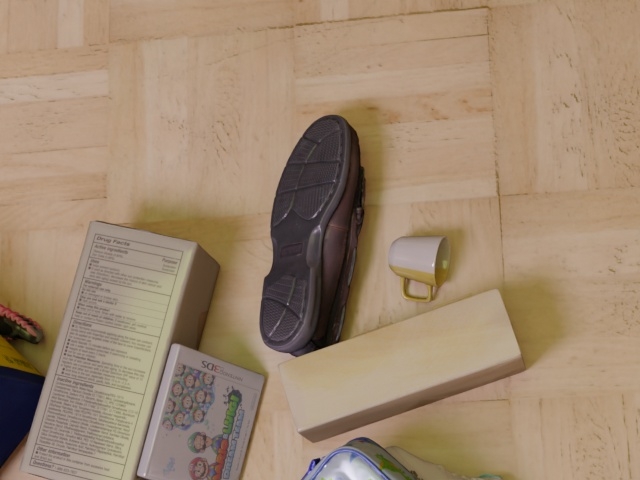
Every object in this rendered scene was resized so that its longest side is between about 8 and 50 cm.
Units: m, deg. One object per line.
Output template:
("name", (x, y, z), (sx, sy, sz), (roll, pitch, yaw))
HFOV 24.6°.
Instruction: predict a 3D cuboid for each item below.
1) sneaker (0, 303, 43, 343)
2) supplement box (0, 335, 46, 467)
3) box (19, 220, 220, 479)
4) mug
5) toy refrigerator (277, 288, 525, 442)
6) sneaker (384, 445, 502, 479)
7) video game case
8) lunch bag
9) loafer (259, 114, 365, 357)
("sneaker", (-0.402, 0.112, 1.840), (0.119, 0.047, 0.057), (22, 86, 23))
("supplement box", (-0.528, 0.135, 1.752), (0.356, 0.194, 0.195), (39, 93, 22))
("box", (-0.235, 0.147, 1.754), (0.148, 0.121, 0.311), (13, 78, 14))
("mug", (0.115, 0.028, 1.755), (0.064, 0.062, 0.078), (8, 70, 21))
("toy refrigerator", (0.095, 0.144, 1.704), (0.269, 0.102, 0.094), (-19, 72, 6))
("sneaker", (0.165, 0.294, 1.674), (0.212, 0.080, 0.094), (39, 72, 12))
("video game case", (-0.137, 0.215, 1.715), (0.019, 0.143, 0.157), (2, 73, 46))
("lunch bag", (0.029, 0.337, 1.612), (0.176, 0.090, 0.219), (40, 101, 12))
("loafer", (0.000, 0.000, 1.781), (0.109, 0.095, 0.303), (-4, 67, 41))
